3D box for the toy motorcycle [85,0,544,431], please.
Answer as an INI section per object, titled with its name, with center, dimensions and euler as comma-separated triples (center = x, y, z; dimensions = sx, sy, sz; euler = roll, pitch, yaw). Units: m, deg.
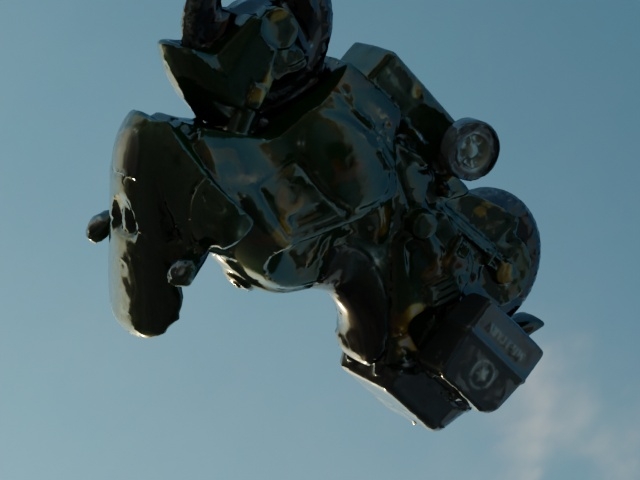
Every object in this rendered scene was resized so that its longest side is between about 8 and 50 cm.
[toy motorcycle]
center = 0.000, 0.000, 0.872
dimensions = 0.275, 0.187, 0.125
euler = 43, -9, -32
